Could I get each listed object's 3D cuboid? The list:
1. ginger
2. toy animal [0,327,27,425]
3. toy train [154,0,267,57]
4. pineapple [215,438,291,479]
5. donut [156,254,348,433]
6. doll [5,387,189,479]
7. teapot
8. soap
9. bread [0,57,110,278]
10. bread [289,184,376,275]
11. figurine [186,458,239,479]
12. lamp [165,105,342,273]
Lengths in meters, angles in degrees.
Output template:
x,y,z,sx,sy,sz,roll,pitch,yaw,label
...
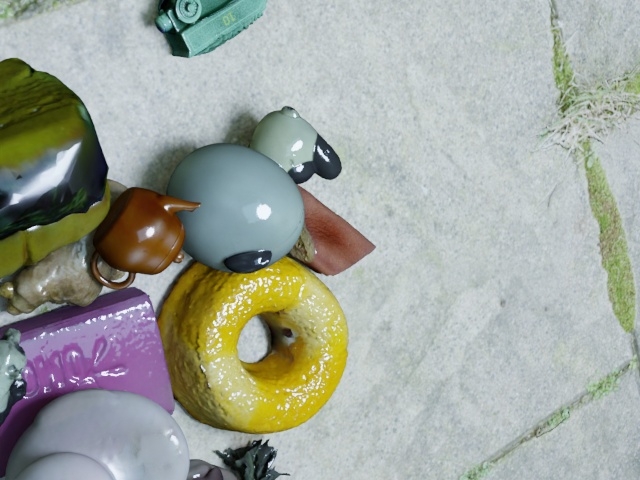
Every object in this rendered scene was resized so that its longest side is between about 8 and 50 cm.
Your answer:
x,y,z,sx,sy,sz,roll,pitch,yaw,label
-0.321,0.018,1.210,0.138,0.074,0.213,28,79,-17,ginger
-0.412,0.201,1.066,0.094,0.121,0.225,41,88,-16,toy animal
-0.149,-0.320,1.267,0.172,0.070,0.099,-38,122,-22,toy train
-0.096,0.428,1.396,0.125,0.125,0.251,-2,88,-31,pineapple
-0.087,0.152,1.349,0.303,0.110,0.302,-5,100,-31,donut
-0.275,0.292,1.092,0.251,0.221,0.221,-24,109,-14,doll
-0.223,0.000,1.166,0.116,0.116,0.173,33,111,-30,teapot
-0.338,0.184,1.219,0.260,0.081,0.181,-16,105,-28,soap
-0.425,-0.052,1.047,0.377,0.251,0.208,-32,144,-24,bread
0.000,0.000,1.392,0.192,0.067,0.119,40,45,-26,bread
-0.127,0.425,1.242,0.203,0.381,0.248,-5,103,-64,figurine
-0.099,-0.068,1.264,0.244,0.198,0.197,-50,118,-24,lamp
